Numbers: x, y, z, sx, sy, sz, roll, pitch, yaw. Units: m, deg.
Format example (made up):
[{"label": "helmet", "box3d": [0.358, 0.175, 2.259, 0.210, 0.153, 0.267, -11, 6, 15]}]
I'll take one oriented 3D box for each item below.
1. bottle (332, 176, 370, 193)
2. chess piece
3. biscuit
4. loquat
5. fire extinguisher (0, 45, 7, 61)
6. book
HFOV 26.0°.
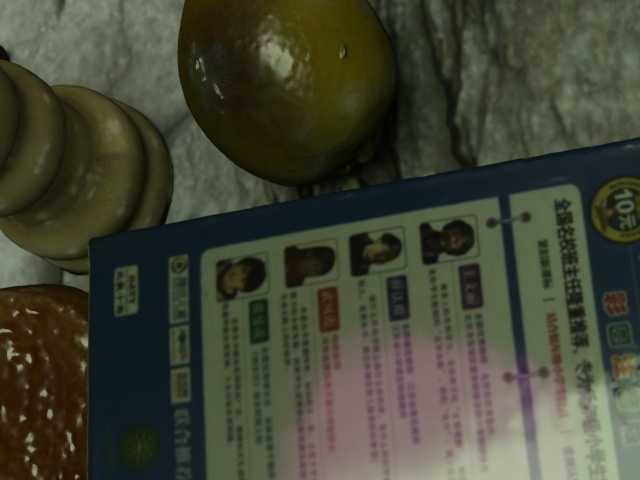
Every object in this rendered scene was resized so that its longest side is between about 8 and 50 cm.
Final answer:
[{"label": "bottle", "box3d": [0.000, 0.000, 0.996, 0.101, 0.063, 0.047, -37, 98, 14]}, {"label": "chess piece", "box3d": [-0.218, -0.065, 0.979, 0.143, 0.261, 0.142, -4, 78, 18]}, {"label": "biscuit", "box3d": [-0.270, 0.202, 1.058, 0.368, 0.063, 0.314, -19, 78, 18]}, {"label": "loquat", "box3d": [-0.029, -0.129, 0.979, 0.152, 0.152, 0.195, -40, 81, 10]}, {"label": "fire extinguisher", "box3d": [-0.342, -0.146, 1.168, 0.173, 0.035, 0.049, 6, 121, 22]}, {"label": "book", "box3d": [0.045, 0.103, 0.897, 0.428, 0.039, 0.300, -9, 69, 17]}]
